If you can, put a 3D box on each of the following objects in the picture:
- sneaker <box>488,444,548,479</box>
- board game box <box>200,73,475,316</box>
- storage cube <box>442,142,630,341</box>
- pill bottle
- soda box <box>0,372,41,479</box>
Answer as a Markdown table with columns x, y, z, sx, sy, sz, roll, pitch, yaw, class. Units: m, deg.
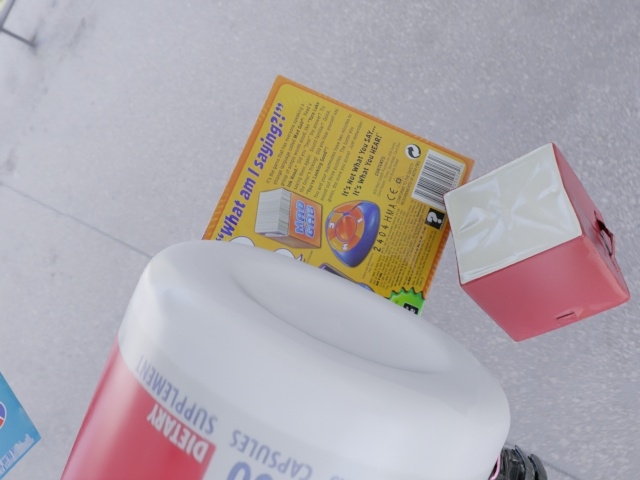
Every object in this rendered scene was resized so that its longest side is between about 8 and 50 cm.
| x | y | z | sx | sy | sz | roll | pitch | yaw | class |
| --- | --- | --- | --- | --- | --- | --- | --- | --- | --- |
| 0.189 | 0.241 | 0.811 | 0.146 | 0.296 | 0.105 | 14 | 62 | 3 | sneaker |
| 0.000 | 0.000 | 1.321 | 0.356 | 0.356 | 0.357 | 23 | 73 | -3 | board game box |
| 0.316 | 0.009 | 1.120 | 0.215 | 0.193 | 0.184 | -25 | 46 | 25 | storage cube |
| -0.068 | 0.225 | 0.467 | 0.229 | 0.229 | 0.408 | 29 | 101 | 31 | pill bottle |
| -0.350 | 0.134 | 0.707 | 0.071 | 0.210 | 0.067 | 11 | 42 | 31 | soda box |
